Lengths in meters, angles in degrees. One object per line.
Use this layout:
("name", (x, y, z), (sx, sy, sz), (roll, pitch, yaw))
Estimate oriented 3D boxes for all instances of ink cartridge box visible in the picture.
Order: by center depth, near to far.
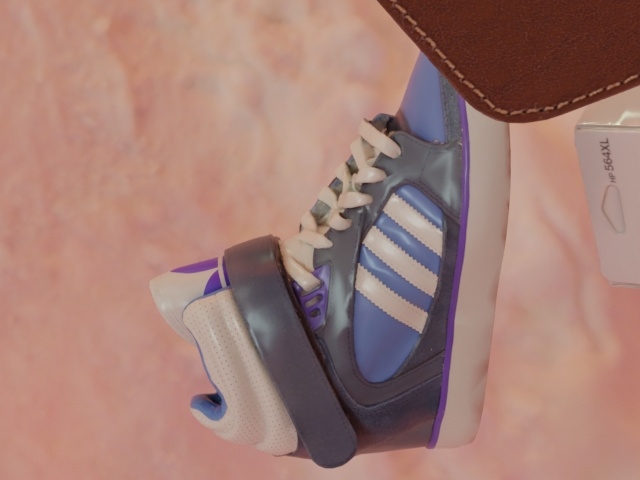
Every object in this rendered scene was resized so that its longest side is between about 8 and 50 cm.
("ink cartridge box", (0.275, -0.078, 1.185), (0.203, 0.086, 0.148), (-53, 136, -41))

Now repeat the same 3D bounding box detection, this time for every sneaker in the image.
("sneaker", (0.000, 0.000, 1.095), (0.236, 0.323, 0.130), (2, 15, -5))

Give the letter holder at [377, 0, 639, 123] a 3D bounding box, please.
("letter holder", (0.128, -0.198, 0.468), (0.214, 0.302, 0.152), (45, 33, -29))
